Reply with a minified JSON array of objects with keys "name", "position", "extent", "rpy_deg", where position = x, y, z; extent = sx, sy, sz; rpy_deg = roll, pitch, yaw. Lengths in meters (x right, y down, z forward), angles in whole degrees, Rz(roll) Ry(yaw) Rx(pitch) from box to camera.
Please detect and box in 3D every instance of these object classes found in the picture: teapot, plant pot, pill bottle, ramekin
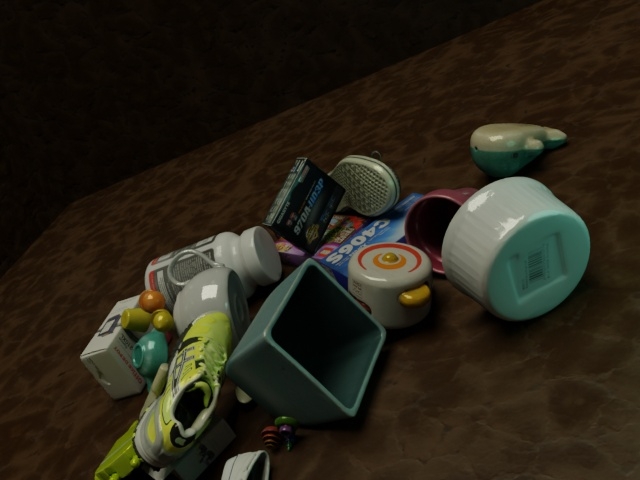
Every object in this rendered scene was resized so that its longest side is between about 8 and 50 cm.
[{"name":"teapot","position":[-0.296,0.189,1.686],"extent":[0.187,0.253,0.256],"rpy_deg":[-11,40,6]},{"name":"plant pot","position":[0.330,-0.042,1.596],"extent":[0.201,0.201,0.180],"rpy_deg":[-6,17,38]},{"name":"plant pot","position":[-0.055,0.241,1.395],"extent":[0.252,0.247,0.248],"rpy_deg":[-36,16,40]},{"name":"pill bottle","position":[-0.313,0.098,1.939],"extent":[0.362,0.210,0.210],"rpy_deg":[-20,27,17]},{"name":"ramekin","position":[0.395,0.026,1.304],"extent":[0.277,0.277,0.135],"rpy_deg":[-31,34,-5]}]

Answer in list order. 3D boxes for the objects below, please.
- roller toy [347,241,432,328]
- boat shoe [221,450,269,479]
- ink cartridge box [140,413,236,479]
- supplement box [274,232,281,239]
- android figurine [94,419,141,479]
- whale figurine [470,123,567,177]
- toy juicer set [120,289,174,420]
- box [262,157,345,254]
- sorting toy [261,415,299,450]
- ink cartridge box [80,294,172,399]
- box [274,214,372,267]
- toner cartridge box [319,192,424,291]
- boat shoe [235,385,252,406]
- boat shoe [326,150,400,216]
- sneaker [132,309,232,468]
[{"name":"roller toy","position":[0.157,0.095,1.486],"extent":[0.191,0.146,0.209],"rpy_deg":[3,29,11]},{"name":"boat shoe","position":[-0.138,0.479,1.189],"extent":[0.084,0.095,0.258],"rpy_deg":[-27,26,13]},{"name":"ink cartridge box","position":[-0.285,0.455,1.417],"extent":[0.181,0.062,0.104],"rpy_deg":[-43,27,-28]},{"name":"supplement box","position":[-0.122,-0.037,2.143],"extent":[0.043,0.083,0.055],"rpy_deg":[-3,34,42]},{"name":"android figurine","position":[-0.404,0.450,1.461],"extent":[0.248,0.056,0.273],"rpy_deg":[-41,8,3]},{"name":"whale figurine","position":[0.556,-0.256,1.856],"extent":[0.271,0.141,0.216],"rpy_deg":[-10,20,-19]},{"name":"toy juicer set","position":[-0.410,0.276,1.667],"extent":[0.209,0.089,0.329],"rpy_deg":[-46,50,35]},{"name":"box","position":[-0.043,-0.096,1.854],"extent":[0.051,0.175,0.220],"rpy_deg":[11,69,52]},{"name":"sorting toy","position":[-0.079,0.396,1.326],"extent":[0.102,0.061,0.042],"rpy_deg":[-43,27,40]},{"name":"ink cartridge box","position":[-0.536,0.296,1.835],"extent":[0.100,0.172,0.237],"rpy_deg":[-18,27,22]},{"name":"box","position":[0.000,0.000,1.980],"extent":[0.201,0.057,0.293],"rpy_deg":[-44,30,-27]},{"name":"toner cartridge box","position":[0.181,0.005,1.771],"extent":[0.347,0.075,0.165],"rpy_deg":[-36,27,-16]},{"name":"boat shoe","position":[-0.174,0.345,1.539],"extent":[0.048,0.042,0.133],"rpy_deg":[-4,26,-7]},{"name":"boat shoe","position":[0.137,-0.172,1.953],"extent":[0.155,0.187,0.500],"rpy_deg":[-23,6,-13]},{"name":"sneaker","position":[-0.255,0.303,1.410],"extent":[0.147,0.145,0.385],"rpy_deg":[-31,29,37]}]
